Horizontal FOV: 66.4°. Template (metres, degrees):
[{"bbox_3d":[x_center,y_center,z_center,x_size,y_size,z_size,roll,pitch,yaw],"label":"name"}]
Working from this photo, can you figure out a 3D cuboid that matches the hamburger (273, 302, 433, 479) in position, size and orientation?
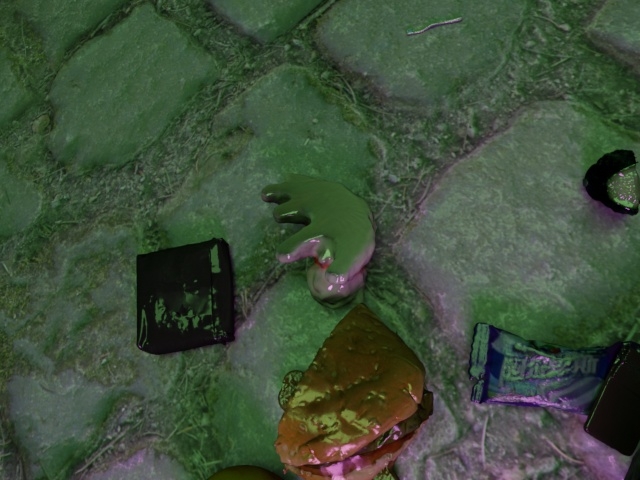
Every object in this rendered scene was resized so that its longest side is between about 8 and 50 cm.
[{"bbox_3d":[0.088,0.267,0.841,0.209,0.162,0.329,17,47,21],"label":"hamburger"}]

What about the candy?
[{"bbox_3d":[0.401,0.230,0.848,0.276,0.070,0.145,6,81,14],"label":"candy"}]

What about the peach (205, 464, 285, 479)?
[{"bbox_3d":[-0.135,0.501,0.839,0.231,0.231,0.230,-5,71,15],"label":"peach"}]

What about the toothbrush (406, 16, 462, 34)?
[{"bbox_3d":[0.271,-0.511,1.165,0.132,0.011,0.013,-9,91,13],"label":"toothbrush"}]

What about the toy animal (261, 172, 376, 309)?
[{"bbox_3d":[0.000,0.000,1.018,0.308,0.188,0.266,15,56,32],"label":"toy animal"}]

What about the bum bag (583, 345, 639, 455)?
[{"bbox_3d":[0.503,0.264,0.796,0.109,0.026,0.159,30,85,-11],"label":"bum bag"}]

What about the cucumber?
[{"bbox_3d":[0.530,-0.104,0.885,0.086,0.193,0.115,1,102,19],"label":"cucumber"}]

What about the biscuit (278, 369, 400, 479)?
[{"bbox_3d":[0.034,0.377,0.920,0.320,0.047,0.183,37,82,24],"label":"biscuit"}]

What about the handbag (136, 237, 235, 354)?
[{"bbox_3d":[-0.305,0.122,1.091,0.223,0.080,0.246,-12,69,12],"label":"handbag"}]

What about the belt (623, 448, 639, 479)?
[{"bbox_3d":[0.540,0.295,0.690,0.117,0.212,0.347,31,65,29],"label":"belt"}]
